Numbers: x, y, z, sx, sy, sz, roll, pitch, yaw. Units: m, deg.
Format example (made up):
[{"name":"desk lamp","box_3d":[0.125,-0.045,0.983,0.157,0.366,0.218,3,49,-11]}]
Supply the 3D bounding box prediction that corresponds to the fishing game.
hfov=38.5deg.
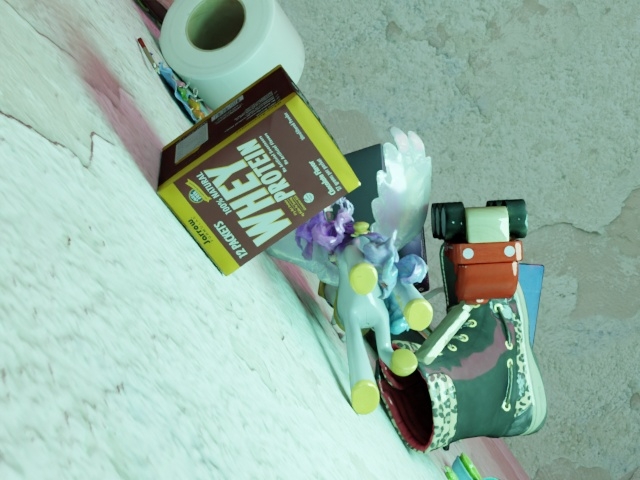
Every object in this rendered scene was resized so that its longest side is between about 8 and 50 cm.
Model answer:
[{"name":"fishing game","box_3d":[-0.221,-0.243,1.615,0.264,0.041,0.189,51,4,-40]}]

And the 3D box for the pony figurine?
[{"name":"pony figurine","box_3d":[0.051,0.031,1.382,0.363,0.303,0.351,-121,-153,-66]}]

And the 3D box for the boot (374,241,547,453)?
[{"name":"boot","box_3d":[0.223,0.171,1.565,0.284,0.138,0.377,-6,78,-39]}]

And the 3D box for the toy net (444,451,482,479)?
[{"name":"toy net","box_3d":[0.314,0.510,1.717,0.232,0.045,0.122,57,5,12]}]

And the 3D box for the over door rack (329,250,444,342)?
[{"name":"over door rack","box_3d":[0.140,0.099,1.718,0.240,0.108,0.324,28,27,-24]}]

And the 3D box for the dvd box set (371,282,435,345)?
[{"name":"dvd box set","box_3d":[0.147,0.154,2.010,0.307,0.062,0.420,42,4,4]}]

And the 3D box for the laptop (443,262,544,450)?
[{"name":"laptop","box_3d":[0.402,0.249,2.085,0.408,0.236,0.381,-51,147,-84]}]

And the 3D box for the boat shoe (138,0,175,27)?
[{"name":"boat shoe","box_3d":[-0.361,-0.551,1.950,0.324,0.097,0.116,42,55,-55]}]

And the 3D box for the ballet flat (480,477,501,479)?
[{"name":"ballet flat","box_3d":[0.305,0.513,1.438,0.096,0.095,0.280,64,7,-50]}]

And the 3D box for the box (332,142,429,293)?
[{"name":"box","box_3d":[0.146,-0.037,2.379,0.294,0.183,0.296,48,32,-48]}]

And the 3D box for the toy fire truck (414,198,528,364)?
[{"name":"toy fire truck","box_3d":[0.218,0.064,1.376,0.217,0.159,0.246,-80,167,-88]}]

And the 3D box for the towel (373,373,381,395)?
[{"name":"towel","box_3d":[0.142,0.298,1.585,0.148,0.027,0.110,59,7,24]}]

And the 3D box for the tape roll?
[{"name":"tape roll","box_3d":[-0.172,-0.386,1.819,0.246,0.246,0.169,58,5,28]}]

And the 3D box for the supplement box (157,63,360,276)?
[{"name":"supplement box","box_3d":[-0.079,-0.090,1.101,0.129,0.191,0.194,53,6,-21]}]

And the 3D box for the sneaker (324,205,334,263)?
[{"name":"sneaker","box_3d":[0.000,0.000,1.993,0.217,0.079,0.121,93,-16,-81]}]

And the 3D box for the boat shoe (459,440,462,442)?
[{"name":"boat shoe","box_3d":[0.326,0.439,2.268,0.050,0.045,0.135,51,7,-42]}]
